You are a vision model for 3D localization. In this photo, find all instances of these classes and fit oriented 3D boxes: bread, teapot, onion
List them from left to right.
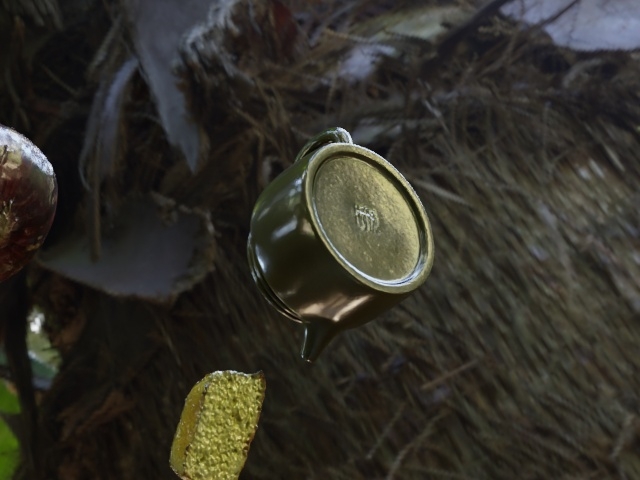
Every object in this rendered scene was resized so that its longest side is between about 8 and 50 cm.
[{"bbox_3d":[-0.470,-0.052,1.387,0.246,0.190,0.246,-27,-39,-24],"label":"onion"},{"bbox_3d":[-0.144,0.263,1.481,0.103,0.187,0.065,23,-17,-26],"label":"bread"},{"bbox_3d":[0.000,0.000,1.144,0.185,0.267,0.175,22,-39,-35],"label":"teapot"}]
